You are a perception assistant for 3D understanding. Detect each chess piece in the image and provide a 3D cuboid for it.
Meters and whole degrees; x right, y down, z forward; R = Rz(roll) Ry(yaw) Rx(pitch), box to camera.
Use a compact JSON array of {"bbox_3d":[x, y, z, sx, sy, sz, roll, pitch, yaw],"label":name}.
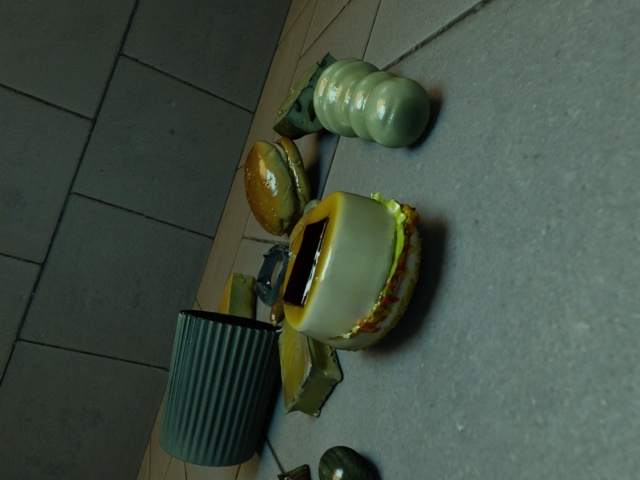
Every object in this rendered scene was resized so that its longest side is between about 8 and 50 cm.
[{"bbox_3d":[0.117,-0.290,0.900,0.182,0.182,0.330,-65,28,15],"label":"chess piece"}]

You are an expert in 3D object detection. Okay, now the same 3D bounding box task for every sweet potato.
[{"bbox_3d":[-0.098,0.158,1.182,0.056,0.056,0.195,-45,22,49],"label":"sweet potato"}]

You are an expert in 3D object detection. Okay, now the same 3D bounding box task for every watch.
[{"bbox_3d":[-0.141,0.100,1.323,0.193,0.068,0.206,-65,25,7],"label":"watch"}]

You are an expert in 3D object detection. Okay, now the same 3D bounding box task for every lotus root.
[{"bbox_3d":[-0.046,-0.425,1.369,0.267,0.149,0.260,-59,19,-16],"label":"lotus root"}]

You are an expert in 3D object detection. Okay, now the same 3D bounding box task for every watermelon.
[{"bbox_3d":[0.037,0.360,0.642,0.110,0.078,0.078,-12,62,68],"label":"watermelon"}]

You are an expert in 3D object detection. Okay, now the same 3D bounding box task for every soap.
[{"bbox_3d":[-0.034,0.251,0.916,0.135,0.076,0.233,-63,23,23],"label":"soap"}]

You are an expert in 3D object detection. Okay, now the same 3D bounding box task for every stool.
[{"bbox_3d":[-0.257,0.372,1.095,0.297,0.297,0.330,172,110,-67],"label":"stool"}]

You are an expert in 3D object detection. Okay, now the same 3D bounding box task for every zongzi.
[{"bbox_3d":[-0.034,0.475,0.783,0.073,0.067,0.083,-25,67,47],"label":"zongzi"}]

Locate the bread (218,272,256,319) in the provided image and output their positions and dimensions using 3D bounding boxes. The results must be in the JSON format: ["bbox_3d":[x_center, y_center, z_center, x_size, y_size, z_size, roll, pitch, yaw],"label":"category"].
[{"bbox_3d":[-0.312,0.280,1.535,0.275,0.114,0.185,-91,25,-44],"label":"bread"}]

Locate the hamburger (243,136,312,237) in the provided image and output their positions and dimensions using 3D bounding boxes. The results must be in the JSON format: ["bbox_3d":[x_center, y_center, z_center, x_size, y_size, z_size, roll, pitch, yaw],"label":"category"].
[{"bbox_3d":[-0.145,-0.169,1.348,0.290,0.170,0.315,139,116,-66],"label":"hamburger"}]

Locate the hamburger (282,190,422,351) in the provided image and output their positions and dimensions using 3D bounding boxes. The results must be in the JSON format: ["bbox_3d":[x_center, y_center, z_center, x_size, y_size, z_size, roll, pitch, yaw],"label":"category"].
[{"bbox_3d":[0.053,0.053,0.726,0.294,0.179,0.276,-18,53,68],"label":"hamburger"}]

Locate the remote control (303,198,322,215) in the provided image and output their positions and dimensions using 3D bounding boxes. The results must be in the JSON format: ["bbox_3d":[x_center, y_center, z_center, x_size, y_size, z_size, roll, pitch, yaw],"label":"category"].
[{"bbox_3d":[-0.037,-0.001,1.184,0.098,0.038,0.234,-21,54,64],"label":"remote control"}]

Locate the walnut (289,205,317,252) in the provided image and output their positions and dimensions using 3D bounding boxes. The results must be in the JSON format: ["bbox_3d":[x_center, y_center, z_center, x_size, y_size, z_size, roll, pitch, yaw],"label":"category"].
[{"bbox_3d":[0.000,0.000,0.957,0.144,0.144,0.180,-97,28,-49],"label":"walnut"}]
